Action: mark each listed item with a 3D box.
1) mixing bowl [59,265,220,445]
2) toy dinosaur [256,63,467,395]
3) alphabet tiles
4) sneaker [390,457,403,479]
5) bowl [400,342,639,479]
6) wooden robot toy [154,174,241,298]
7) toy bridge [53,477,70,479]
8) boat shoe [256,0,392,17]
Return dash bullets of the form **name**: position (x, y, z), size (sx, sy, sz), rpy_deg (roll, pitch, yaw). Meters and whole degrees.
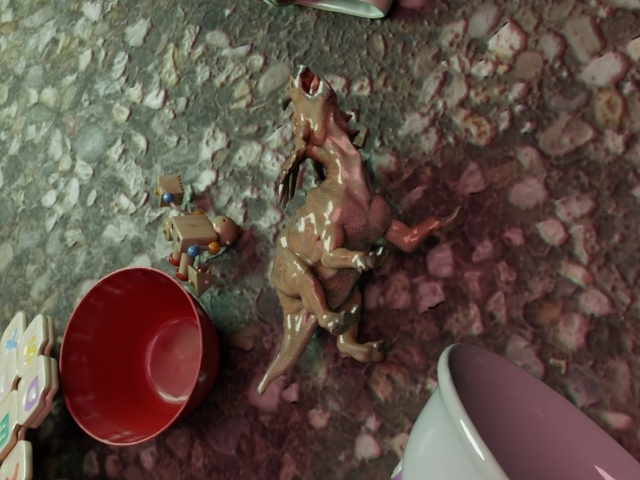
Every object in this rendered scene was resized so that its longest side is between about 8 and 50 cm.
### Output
- **mixing bowl**: position (-0.176, 0.125, 0.745), size (0.182, 0.098, 0.181), rpy_deg (-7, 74, 24)
- **toy dinosaur**: position (0.000, 0.000, 0.689), size (0.200, 0.127, 0.295), rpy_deg (35, 105, 35)
- **alphabet tiles**: position (-0.380, 0.221, 0.787), size (0.284, 0.021, 0.278), rpy_deg (-49, 39, 16)
- **sneaker**: position (0.100, 0.325, 0.578), size (0.152, 0.114, 0.304), rpy_deg (7, 78, 6)
- **bowl**: position (0.155, 0.219, 0.466), size (0.134, 0.298, 0.298), rpy_deg (-50, 62, 14)
- **wooden robot toy**: position (-0.131, -0.006, 0.787), size (0.173, 0.079, 0.076), rpy_deg (58, 147, 40)
- **toy bridge**: position (-0.332, 0.369, 0.796), size (0.063, 0.026, 0.188), rpy_deg (36, 93, 27)
- **boat shoe**: position (-0.048, -0.320, 0.798), size (0.303, 0.109, 0.094), rpy_deg (13, 85, 24)
